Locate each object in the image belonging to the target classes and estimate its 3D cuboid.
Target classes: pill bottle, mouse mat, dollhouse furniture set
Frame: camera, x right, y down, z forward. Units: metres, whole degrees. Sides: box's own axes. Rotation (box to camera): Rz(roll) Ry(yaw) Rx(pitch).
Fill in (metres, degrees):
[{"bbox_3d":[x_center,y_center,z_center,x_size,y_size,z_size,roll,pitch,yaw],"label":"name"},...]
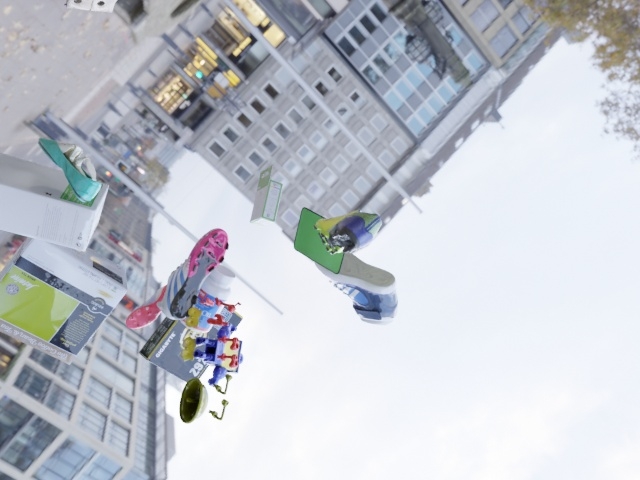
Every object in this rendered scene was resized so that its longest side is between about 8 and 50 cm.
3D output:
[{"bbox_3d":[-0.383,0.194,1.850,0.221,0.124,0.124,-60,-161,10],"label":"pill bottle"},{"bbox_3d":[0.000,0.000,1.639,0.007,0.190,0.152,-20,131,-50],"label":"mouse mat"},{"bbox_3d":[-0.607,-0.722,1.428,0.129,0.129,0.184,-15,169,-42],"label":"dollhouse furniture set"}]

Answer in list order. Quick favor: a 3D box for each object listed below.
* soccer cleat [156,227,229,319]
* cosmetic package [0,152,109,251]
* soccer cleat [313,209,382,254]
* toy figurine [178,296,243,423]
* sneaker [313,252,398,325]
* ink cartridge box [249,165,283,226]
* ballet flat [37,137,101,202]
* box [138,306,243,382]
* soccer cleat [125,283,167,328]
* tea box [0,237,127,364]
[{"bbox_3d":[-0.424,0.097,1.757,0.143,0.116,0.331,13,-111,42],"label":"soccer cleat"},{"bbox_3d":[-0.833,-0.118,1.562,0.197,0.366,0.155,-106,-142,-58],"label":"cosmetic package"},{"bbox_3d":[0.069,-0.028,1.381,0.121,0.093,0.289,-36,-168,-13],"label":"soccer cleat"},{"bbox_3d":[-0.282,0.371,1.636,0.192,0.217,0.362,-6,-112,24],"label":"toy figurine"},{"bbox_3d":[0.114,0.179,1.841,0.323,0.236,0.130,22,-137,29],"label":"sneaker"},{"bbox_3d":[-0.198,-0.164,2.029,0.109,0.062,0.209,-16,-120,59],"label":"ink cartridge box"},{"bbox_3d":[-0.691,-0.217,1.515,0.087,0.247,0.083,-41,165,0],"label":"ballet flat"},{"bbox_3d":[-0.473,0.350,2.019,0.079,0.257,0.322,23,-109,42],"label":"box"},{"bbox_3d":[-0.665,0.258,2.154,0.248,0.083,0.095,-41,-159,-13],"label":"soccer cleat"},{"bbox_3d":[-0.872,0.168,1.778,0.323,0.329,0.220,-52,-153,-1],"label":"tea box"}]
